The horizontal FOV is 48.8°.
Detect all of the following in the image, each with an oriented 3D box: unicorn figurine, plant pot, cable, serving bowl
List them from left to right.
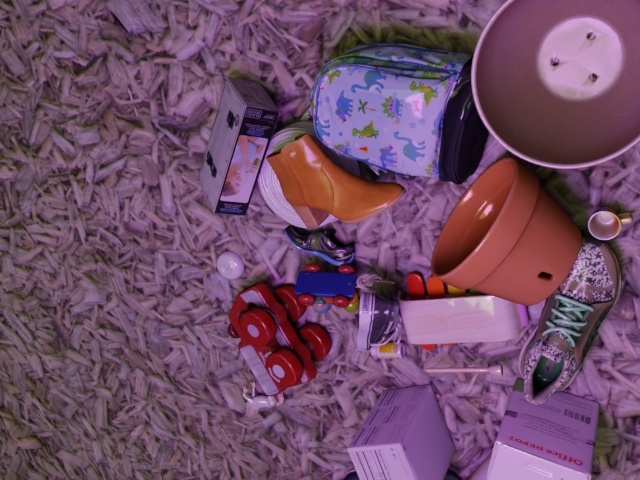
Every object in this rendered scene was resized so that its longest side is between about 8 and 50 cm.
[{"bbox_3d":[-0.251,0.071,1.927,0.083,0.027,0.083,9,113,23],"label":"serving bowl"},{"bbox_3d":[-0.177,0.457,2.030,0.162,0.060,0.111,-7,103,30],"label":"unicorn figurine"},{"bbox_3d":[-0.029,-0.155,1.692,0.257,0.089,0.257,-38,92,32],"label":"cable"},{"bbox_3d":[0.393,0.003,1.461,0.204,0.291,0.291,32,122,-8],"label":"plant pot"}]

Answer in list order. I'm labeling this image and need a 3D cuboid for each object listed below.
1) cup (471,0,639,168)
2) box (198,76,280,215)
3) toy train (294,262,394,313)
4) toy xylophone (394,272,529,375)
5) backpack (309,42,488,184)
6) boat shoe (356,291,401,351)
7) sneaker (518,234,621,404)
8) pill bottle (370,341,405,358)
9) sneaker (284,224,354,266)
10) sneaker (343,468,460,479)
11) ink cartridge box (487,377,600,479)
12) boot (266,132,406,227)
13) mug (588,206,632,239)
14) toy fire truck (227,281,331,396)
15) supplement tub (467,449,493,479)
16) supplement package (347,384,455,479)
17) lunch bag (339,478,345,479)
[{"bbox_3d":[0.468,-0.320,1.300,0.331,0.237,0.331,9,113,22],"label":"cup"},{"bbox_3d":[-0.203,-0.224,1.701,0.169,0.087,0.289,57,134,47],"label":"box"},{"bbox_3d":[0.073,0.135,1.747,0.248,0.105,0.143,2,152,18],"label":"toy train"},{"bbox_3d":[0.326,0.200,1.671,0.323,0.081,0.236,2,111,25],"label":"toy xylophone"},{"bbox_3d":[0.155,-0.280,1.480,0.356,0.273,0.290,30,134,27],"label":"backpack"},{"bbox_3d":[0.142,0.195,1.678,0.105,0.113,0.306,5,154,4],"label":"boat shoe"},{"bbox_3d":[0.529,0.190,1.510,0.158,0.182,0.410,18,117,19],"label":"sneaker"},{"bbox_3d":[0.172,0.280,1.800,0.083,0.043,0.043,-3,109,27],"label":"pill bottle"},{"bbox_3d":[0.000,0.000,1.762,0.188,0.067,0.078,22,110,11],"label":"sneaker"},{"bbox_3d":[0.216,0.643,1.899,0.319,0.131,0.112,-3,107,3],"label":"sneaker"},{"bbox_3d":[0.502,0.448,1.575,0.198,0.273,0.114,16,116,20],"label":"ink cartridge box"},{"bbox_3d":[0.023,-0.144,1.548,0.295,0.104,0.211,-12,116,38],"label":"boot"},{"bbox_3d":[0.595,-0.038,1.456,0.078,0.064,0.062,22,118,16],"label":"mug"},{"bbox_3d":[-0.141,0.267,1.882,0.254,0.169,0.302,-28,96,43],"label":"toy fire truck"},{"bbox_3d":[0.455,0.652,1.703,0.235,0.235,0.324,33,121,10],"label":"supplement tub"},{"bbox_3d":[0.209,0.519,1.750,0.145,0.262,0.204,-15,103,30],"label":"supplement package"},{"bbox_3d":[0.119,0.774,1.883,0.258,0.293,0.120,9,109,23],"label":"lunch bag"}]
